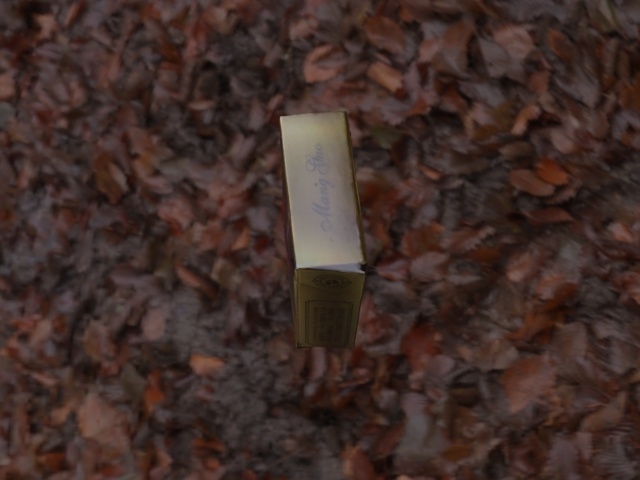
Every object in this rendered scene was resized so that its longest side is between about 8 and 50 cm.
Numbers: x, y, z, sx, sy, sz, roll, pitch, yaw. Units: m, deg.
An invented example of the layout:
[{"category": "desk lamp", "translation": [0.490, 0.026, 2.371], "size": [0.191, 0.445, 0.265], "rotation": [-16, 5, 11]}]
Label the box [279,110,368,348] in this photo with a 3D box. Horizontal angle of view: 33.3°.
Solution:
[{"category": "box", "translation": [0.000, 0.000, 1.037], "size": [0.071, 0.240, 0.159], "rotation": [-3, 69, -2]}]
